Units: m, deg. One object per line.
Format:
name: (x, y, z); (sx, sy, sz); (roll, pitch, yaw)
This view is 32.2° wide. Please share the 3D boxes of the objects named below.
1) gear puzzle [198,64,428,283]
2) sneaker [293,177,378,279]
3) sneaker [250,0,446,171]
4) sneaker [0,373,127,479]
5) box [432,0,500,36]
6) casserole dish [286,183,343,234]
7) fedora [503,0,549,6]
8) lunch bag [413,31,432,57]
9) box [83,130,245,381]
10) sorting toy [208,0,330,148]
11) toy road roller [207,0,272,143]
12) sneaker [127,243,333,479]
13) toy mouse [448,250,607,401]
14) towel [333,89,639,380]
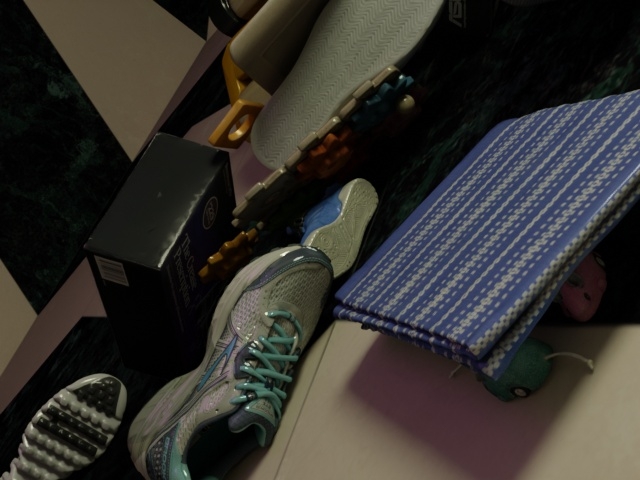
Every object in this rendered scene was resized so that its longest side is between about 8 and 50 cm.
gear puzzle: (-0.013, -0.058, 1.246); (0.339, 0.044, 0.175); (-42, -12, 12)
sneaker: (0.001, 0.001, 1.193); (0.084, 0.058, 0.152); (-28, 26, 47)
sneaker: (0.051, -0.204, 1.274); (0.292, 0.108, 0.169); (-46, -11, 22)
sneaker: (-0.380, 0.300, 1.590); (0.292, 0.110, 0.118); (-51, 7, 8)
box: (0.193, -0.475, 1.281); (0.318, 0.097, 0.395); (86, -162, -45)
casserole dish: (0.004, -0.089, 1.421); (0.188, 0.037, 0.114); (-50, 15, 15)
fedora: (0.214, -0.308, 1.023); (0.275, 0.244, 0.124); (-58, -14, -30)
lunch bag: (0.102, -0.347, 1.390); (0.176, 0.090, 0.219); (-64, -23, -69)
box: (-0.177, 0.028, 1.341); (0.261, 0.103, 0.184); (87, -158, -54)
sorting toy: (-0.020, -0.249, 1.239); (0.347, 0.047, 0.196); (-48, -17, 4)
toy road roller: (-0.016, -0.317, 1.761); (0.202, 0.241, 0.329); (-32, 64, 52)
sneaker: (-0.064, 0.137, 1.068); (0.283, 0.110, 0.122); (-56, 33, 0)
toy mouse: (0.142, 0.051, 0.732); (0.161, 0.031, 0.143); (-51, 16, 9)
towel: (0.135, -0.012, 0.818); (0.243, 0.040, 0.336); (-47, 11, -8)
